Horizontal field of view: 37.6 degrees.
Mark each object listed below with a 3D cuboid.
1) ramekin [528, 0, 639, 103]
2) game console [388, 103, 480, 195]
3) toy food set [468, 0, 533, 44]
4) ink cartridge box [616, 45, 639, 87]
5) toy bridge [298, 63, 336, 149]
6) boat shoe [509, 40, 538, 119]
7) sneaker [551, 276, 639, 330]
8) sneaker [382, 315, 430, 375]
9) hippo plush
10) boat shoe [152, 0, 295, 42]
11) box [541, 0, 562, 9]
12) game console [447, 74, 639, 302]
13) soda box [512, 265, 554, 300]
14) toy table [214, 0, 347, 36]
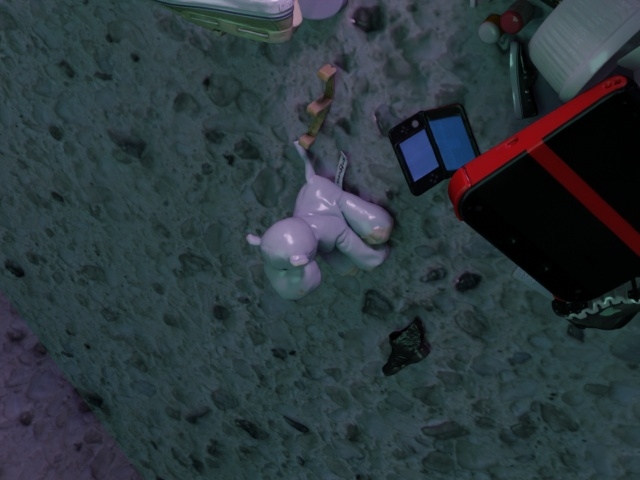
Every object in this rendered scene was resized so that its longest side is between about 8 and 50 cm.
[{"bbox_3d":[0.404,-0.308,1.389,0.109,0.207,0.207,47,138,8],"label":"ramekin"},{"bbox_3d":[0.213,-0.163,1.733,0.085,0.124,0.144,21,140,60],"label":"game console"},{"bbox_3d":[0.274,-0.405,1.473,0.111,0.104,0.232,16,131,27],"label":"toy food set"},{"bbox_3d":[0.541,-0.228,1.371,0.198,0.067,0.115,19,146,-28],"label":"ink cartridge box"},{"bbox_3d":[-0.001,-0.261,1.825,0.026,0.063,0.188,31,135,13],"label":"toy bridge"},{"bbox_3d":[0.341,-0.270,1.581,0.040,0.049,0.142,-3,125,16],"label":"boat shoe"},{"bbox_3d":[0.548,0.110,1.711,0.234,0.078,0.106,-17,139,27],"label":"sneaker"},{"bbox_3d":[0.180,0.238,2.106,0.089,0.051,0.170,50,132,-8],"label":"sneaker"},{"bbox_3d":[0.000,0.000,1.906,0.234,0.236,0.294,17,132,26],"label":"hippo plush"},{"bbox_3d":[-0.183,-0.397,1.588,0.302,0.109,0.094,18,133,23],"label":"boat shoe"},{"bbox_3d":[0.378,-0.399,1.432,0.052,0.062,0.083,34,137,8],"label":"box"},{"bbox_3d":[0.431,-0.062,1.491,0.342,0.060,0.386,-35,127,29],"label":"game console"},{"bbox_3d":[0.445,-0.029,1.653,0.091,0.098,0.286,31,137,9],"label":"soda box"},{"bbox_3d":[-0.097,-0.477,1.654,0.274,0.161,0.252,34,137,12],"label":"toy table"}]
